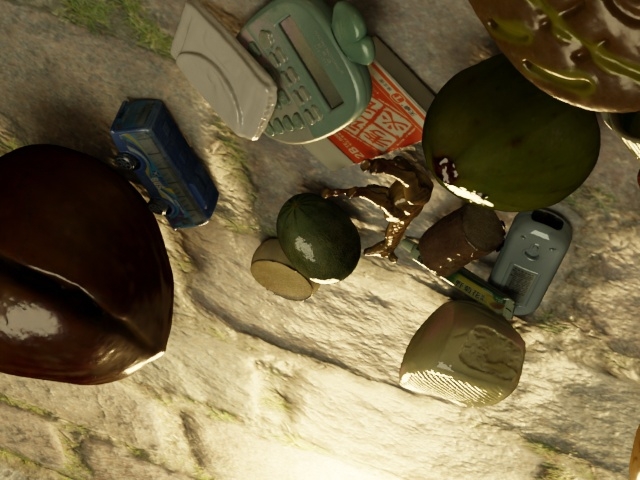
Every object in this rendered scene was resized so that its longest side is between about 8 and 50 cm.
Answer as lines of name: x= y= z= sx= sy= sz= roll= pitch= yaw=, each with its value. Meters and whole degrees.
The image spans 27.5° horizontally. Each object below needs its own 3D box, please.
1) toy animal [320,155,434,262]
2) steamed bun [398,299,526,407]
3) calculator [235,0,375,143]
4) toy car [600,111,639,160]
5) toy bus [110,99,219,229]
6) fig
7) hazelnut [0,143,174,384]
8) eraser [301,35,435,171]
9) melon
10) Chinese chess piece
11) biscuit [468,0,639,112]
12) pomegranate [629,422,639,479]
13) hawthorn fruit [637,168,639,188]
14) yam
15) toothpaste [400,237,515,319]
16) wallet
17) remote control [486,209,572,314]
toy animal: x=0.099 y=-0.045 z=1.868 sx=0.149 sy=0.054 sz=0.275 roll=-21 pitch=154 yaw=11
steamed bun: x=0.225 y=0.171 z=2.048 sx=0.170 sy=0.152 sz=0.239 roll=21 pitch=165 yaw=-7
calculator: x=-0.022 y=-0.220 z=1.666 sx=0.295 sy=0.042 sz=0.184 roll=-24 pitch=100 yaw=54
toy car: x=0.370 y=-0.169 z=1.341 sx=0.235 sy=0.235 sz=0.145 roll=-10 pitch=135 yaw=44
toy bus: x=-0.238 y=-0.112 z=2.006 sx=0.094 sy=0.079 sz=0.236 roll=3 pitch=143 yaw=30
fig: x=0.212 y=-0.113 z=1.544 sx=0.203 sy=0.225 sz=0.203 roll=26 pitch=134 yaw=30
hazelnut: x=-0.414 y=0.039 z=2.073 sx=0.402 sy=0.402 sz=0.429 roll=19 pitch=163 yaw=11
eraser: x=0.043 y=-0.176 z=1.742 sx=0.157 sy=0.038 sz=0.230 roll=42 pitch=146 yaw=-25
melon: x=0.000 y=0.000 z=1.972 sx=0.114 sy=0.114 sz=0.167 roll=-4 pitch=137 yaw=40
Chinese chess piece: x=-0.055 y=0.048 z=2.147 sx=0.122 sy=0.051 sz=0.122 roll=19 pitch=151 yaw=11
biscuit: x=0.249 y=-0.314 z=1.207 sx=0.350 sy=0.070 sz=0.394 roll=-32 pitch=93 yaw=47
pomegranate: x=0.592 y=0.341 z=1.906 sx=0.319 sy=0.319 sz=0.319 roll=18 pitch=149 yaw=12
hawthorn fruit: x=0.441 y=-0.065 z=1.544 sx=0.140 sy=0.125 sz=0.125 roll=32 pitch=149 yaw=-7
yam: x=0.197 y=0.000 z=1.860 sx=0.084 sy=0.084 sz=0.127 roll=35 pitch=145 yaw=-15
toothpaste: x=0.204 y=0.052 z=1.940 sx=0.204 sy=0.031 sz=0.049 roll=33 pitch=150 yaw=22
wallet: x=-0.131 y=-0.222 z=1.728 sx=0.183 sy=0.032 sz=0.124 roll=49 pitch=143 yaw=15
remote control: x=0.295 y=0.036 z=1.877 sx=0.087 sy=0.047 sz=0.244 roll=25 pitch=149 yaw=9
